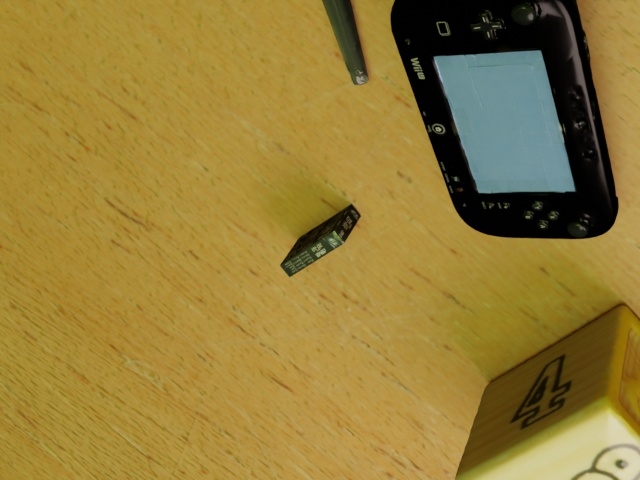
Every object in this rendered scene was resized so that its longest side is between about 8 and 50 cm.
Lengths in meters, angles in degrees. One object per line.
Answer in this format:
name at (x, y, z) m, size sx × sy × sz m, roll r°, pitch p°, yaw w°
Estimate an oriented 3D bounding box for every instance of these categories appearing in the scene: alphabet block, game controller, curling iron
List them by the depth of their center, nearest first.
game controller at (0.177, -0.115, 1.038) m, size 0.167 × 0.067 × 0.319 m, roll -6°, pitch 135°, yaw 21°
curling iron at (0.014, -0.278, 1.074) m, size 0.068 × 0.035 × 0.273 m, roll 0°, pitch 117°, yaw 20°
alphabet block at (0.287, 0.221, 1.159) m, size 0.197 × 0.193 × 0.192 m, roll -36°, pitch 102°, yaw 32°

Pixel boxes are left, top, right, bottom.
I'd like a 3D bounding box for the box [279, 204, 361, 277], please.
box at (0.000, 0.000, 1.215) m, size 0.083 × 0.067 × 0.018 m, roll -33°, pitch 103°, yaw 30°
